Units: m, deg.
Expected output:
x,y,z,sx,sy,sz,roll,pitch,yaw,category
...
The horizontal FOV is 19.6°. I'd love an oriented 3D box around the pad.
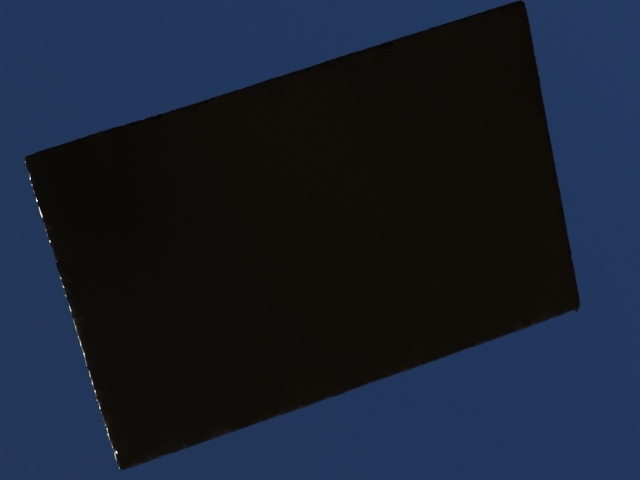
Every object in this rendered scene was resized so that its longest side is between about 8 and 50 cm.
x,y,z,sx,sy,sz,roll,pitch,yaw,category
0.000,0.000,0.874,0.246,0.006,0.170,-19,-67,-11,pad
